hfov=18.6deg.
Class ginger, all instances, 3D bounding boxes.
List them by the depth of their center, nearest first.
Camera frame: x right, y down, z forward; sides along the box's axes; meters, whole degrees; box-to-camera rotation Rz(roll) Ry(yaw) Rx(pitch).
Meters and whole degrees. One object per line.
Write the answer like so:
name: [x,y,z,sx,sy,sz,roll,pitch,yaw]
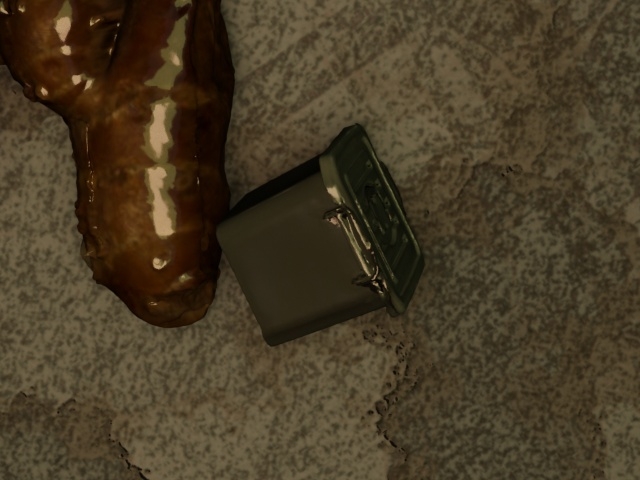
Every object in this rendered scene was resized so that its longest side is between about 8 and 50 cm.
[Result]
ginger: [-0.194,-0.125,1.840,0.254,0.176,0.418,-2,97,10]

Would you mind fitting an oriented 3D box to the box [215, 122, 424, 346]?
box: [0.000,0.000,1.837,0.135,0.243,0.163,-24,99,13]
